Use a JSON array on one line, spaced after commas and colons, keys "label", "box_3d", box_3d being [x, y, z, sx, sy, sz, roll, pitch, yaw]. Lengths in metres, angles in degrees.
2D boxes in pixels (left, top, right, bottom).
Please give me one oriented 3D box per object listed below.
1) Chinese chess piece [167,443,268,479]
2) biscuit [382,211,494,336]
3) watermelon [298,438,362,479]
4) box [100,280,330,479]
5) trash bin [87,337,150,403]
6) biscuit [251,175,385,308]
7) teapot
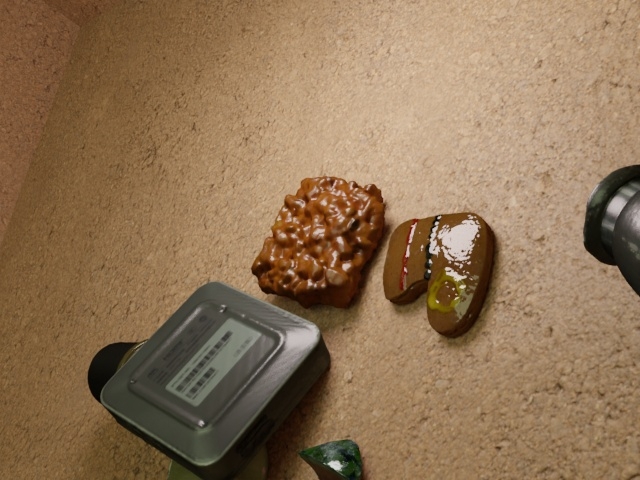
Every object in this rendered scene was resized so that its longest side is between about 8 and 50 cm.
[{"label": "Chinese chess piece", "box_3d": [-0.224, 0.500, 2.059, 0.250, 0.101, 0.250, -28, 45, 33]}, {"label": "biscuit", "box_3d": [0.223, 0.065, 1.915, 0.277, 0.052, 0.262, -3, 61, 47]}, {"label": "watermelon", "box_3d": [0.039, 0.435, 1.842, 0.101, 0.080, 0.155, -27, 6, -19]}, {"label": "box", "box_3d": [-0.232, 0.291, 2.056, 0.396, 0.111, 0.396, 20, 56, 37]}, {"label": "trash bin", "box_3d": [-0.426, 0.341, 2.315, 0.334, 0.214, 0.214, 0, 64, 52]}, {"label": "biscuit", "box_3d": [0.000, 0.000, 2.168, 0.318, 0.110, 0.312, 8, 69, 51]}, {"label": "teapot", "box_3d": [0.562, -0.042, 1.484, 0.305, 0.223, 0.285, -57, 30, 5]}]
